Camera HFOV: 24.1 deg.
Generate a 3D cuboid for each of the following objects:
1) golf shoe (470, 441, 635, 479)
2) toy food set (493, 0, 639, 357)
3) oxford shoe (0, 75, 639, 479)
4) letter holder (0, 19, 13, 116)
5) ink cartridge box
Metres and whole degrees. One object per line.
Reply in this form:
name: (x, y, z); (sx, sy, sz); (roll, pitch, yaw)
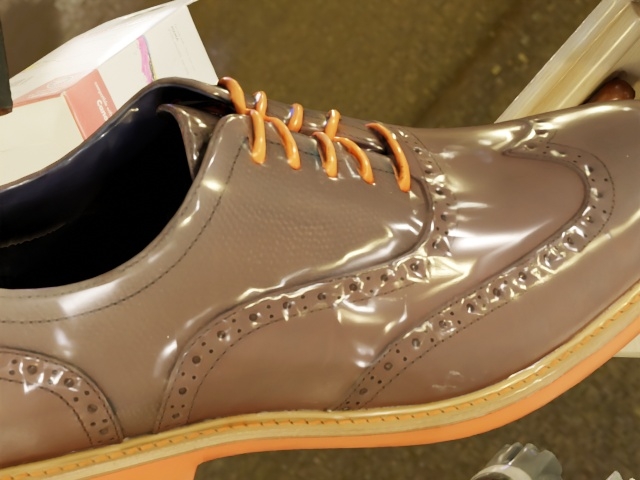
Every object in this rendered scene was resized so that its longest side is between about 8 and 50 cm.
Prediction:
golf shoe: (0.111, 0.136, 0.404); (0.120, 0.105, 0.273); (-49, 18, -21)
toy food set: (0.204, -0.029, 0.832); (0.306, 0.219, 0.092); (-49, 47, 43)
oxford shoe: (0.000, 0.000, 0.420); (0.271, 0.098, 0.097); (-19, 36, -17)
letter holder: (-0.273, -0.185, 0.614); (0.214, 0.152, 0.302); (-4, 96, 36)
ink cartridge box: (-0.154, -0.106, 1.064); (0.115, 0.067, 0.198); (-9, 24, 34)
